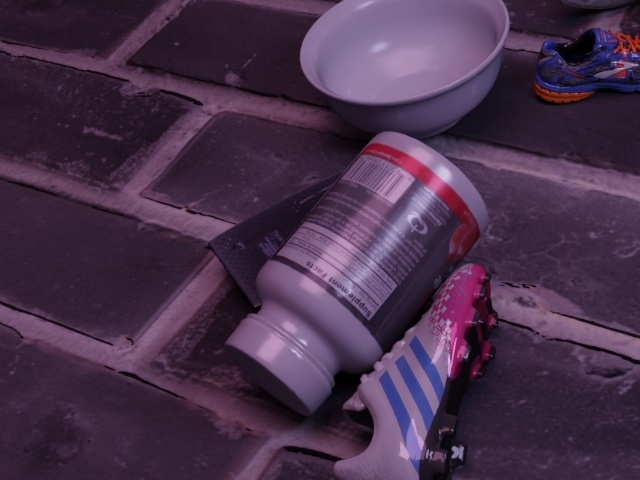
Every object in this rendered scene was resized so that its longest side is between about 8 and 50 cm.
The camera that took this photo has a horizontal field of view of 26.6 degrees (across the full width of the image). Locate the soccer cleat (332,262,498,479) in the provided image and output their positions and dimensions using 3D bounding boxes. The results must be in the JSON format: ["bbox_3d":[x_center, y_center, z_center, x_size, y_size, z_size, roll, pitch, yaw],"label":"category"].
[{"bbox_3d":[0.104,0.147,1.500,0.143,0.116,0.331,2,45,21],"label":"soccer cleat"}]

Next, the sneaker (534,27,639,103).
[{"bbox_3d":[0.401,-0.251,1.860,0.221,0.087,0.083,-13,41,5],"label":"sneaker"}]

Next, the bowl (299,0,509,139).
[{"bbox_3d":[0.129,-0.236,1.905,0.298,0.134,0.298,-11,41,9],"label":"bowl"}]

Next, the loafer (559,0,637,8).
[{"bbox_3d":[0.478,-0.431,2.025,0.319,0.112,0.111,-20,35,-14],"label":"loafer"}]

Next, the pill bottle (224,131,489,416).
[{"bbox_3d":[0.037,0.042,1.578,0.176,0.176,0.318,28,71,40],"label":"pill bottle"}]

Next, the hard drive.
[{"bbox_3d":[0.000,0.000,1.749,0.255,0.054,0.172,-28,42,-12],"label":"hard drive"}]
